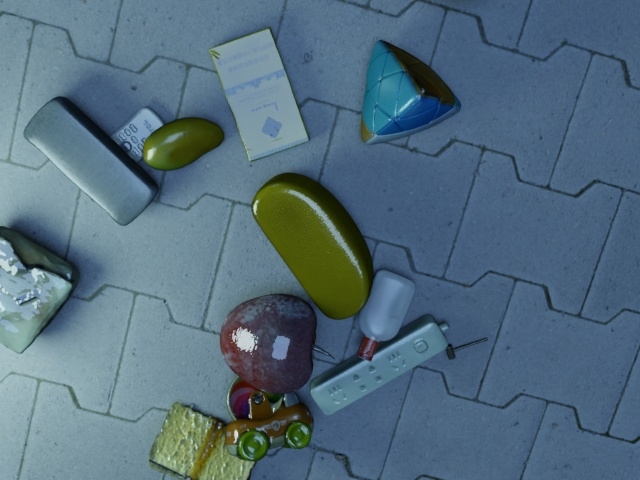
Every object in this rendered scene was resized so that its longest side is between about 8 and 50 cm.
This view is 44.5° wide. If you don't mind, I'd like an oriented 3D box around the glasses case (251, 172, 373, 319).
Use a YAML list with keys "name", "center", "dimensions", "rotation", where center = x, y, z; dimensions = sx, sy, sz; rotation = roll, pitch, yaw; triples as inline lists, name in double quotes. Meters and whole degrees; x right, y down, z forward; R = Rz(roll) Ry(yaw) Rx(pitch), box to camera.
- name: "glasses case"
  center: [0.000, 0.000, 1.851]
  dimensions: [0.173, 0.141, 0.371]
  rotation: [-32, 101, 20]

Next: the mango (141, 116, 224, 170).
- name: "mango"
  center: [-0.322, -0.229, 1.811]
  dimensions: [0.191, 0.085, 0.122]
  rotation: [-30, 143, -3]

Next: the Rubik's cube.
- name: "Rubik's cube"
  center: [0.155, -0.333, 1.788]
  dimensions: [0.254, 0.254, 0.255]
  rotation: [0, 102, -1]

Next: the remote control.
- name: "remote control"
  center: [-0.449, -0.228, 1.848]
  dimensions: [0.190, 0.029, 0.087]
  rotation: [-39, 100, 6]

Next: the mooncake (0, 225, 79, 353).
- name: "mooncake"
  center: [-0.735, 0.112, 1.859]
  dimensions: [0.250, 0.136, 0.254]
  rotation: [36, 94, -10]

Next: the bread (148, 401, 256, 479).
- name: "bread"
  center: [-0.296, 0.550, 1.982]
  dimensions: [0.266, 0.178, 0.142]
  rotation: [25, 132, -4]

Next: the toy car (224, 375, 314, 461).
- name: "toy car"
  center: [-0.138, 0.423, 1.940]
  dimensions: [0.235, 0.145, 0.235]
  rotation: [3, 76, -13]

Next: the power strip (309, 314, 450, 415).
- name: "power strip"
  center: [0.154, 0.307, 1.959]
  dimensions: [0.385, 0.062, 0.091]
  rotation: [-31, 103, 6]

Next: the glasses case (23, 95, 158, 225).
- name: "glasses case"
  center: [-0.524, -0.183, 1.804]
  dimensions: [0.323, 0.074, 0.131]
  rotation: [44, 99, -9]

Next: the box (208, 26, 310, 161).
- name: "box"
  center: [-0.141, -0.338, 1.826]
  dimensions: [0.153, 0.041, 0.279]
  rotation: [-19, 102, 2]

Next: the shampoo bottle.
- name: "shampoo bottle"
  center: [0.148, 0.187, 1.914]
  dimensions: [0.108, 0.051, 0.221]
  rotation: [23, 86, -2]

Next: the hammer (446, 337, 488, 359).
- name: "hammer"
  center: [0.371, 0.267, 1.980]
  dimensions: [0.110, 0.019, 0.036]
  rotation: [-19, 102, -3]

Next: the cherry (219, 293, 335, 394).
- name: "cherry"
  center: [-0.103, 0.243, 1.863]
  dimensions: [0.285, 0.213, 0.236]
  rotation: [14, 77, 8]
